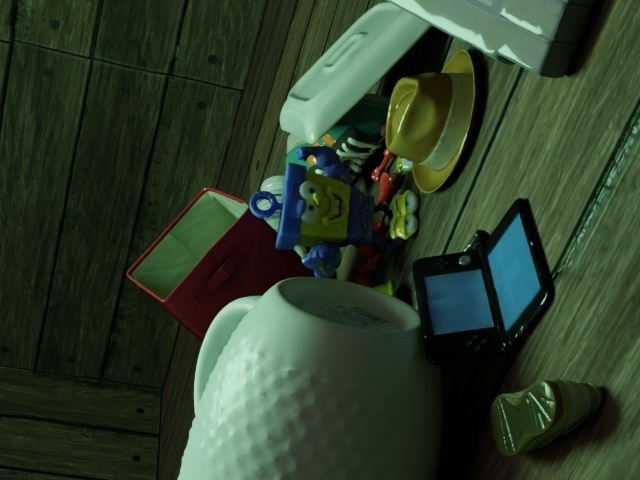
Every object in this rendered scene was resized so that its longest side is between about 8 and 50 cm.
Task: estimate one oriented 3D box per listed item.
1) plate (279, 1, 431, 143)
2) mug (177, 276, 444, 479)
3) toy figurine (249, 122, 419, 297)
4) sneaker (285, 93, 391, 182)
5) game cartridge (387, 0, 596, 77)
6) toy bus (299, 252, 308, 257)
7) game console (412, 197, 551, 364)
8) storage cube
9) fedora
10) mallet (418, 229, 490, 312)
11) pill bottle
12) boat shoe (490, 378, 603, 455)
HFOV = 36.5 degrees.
[{"bbox_3d":[0.047,-0.264,1.426,0.277,0.045,0.278,-45,17,0],"label":"plate"},{"bbox_3d":[-0.033,0.204,1.091,0.374,0.276,0.328,30,112,49],"label":"mug"},{"bbox_3d":[0.000,0.000,1.340,0.191,0.217,0.363,133,146,-65],"label":"toy figurine"},{"bbox_3d":[0.034,-0.135,1.511,0.302,0.108,0.121,154,121,-62],"label":"sneaker"},{"bbox_3d":[0.150,-0.335,1.001,0.355,0.068,0.230,40,128,38],"label":"game cartridge"},{"bbox_3d":[-0.037,0.138,1.562,0.333,0.130,0.108,-105,29,-60],"label":"toy bus"},{"bbox_3d":[0.156,0.039,0.969,0.144,0.124,0.085,-93,-7,-47],"label":"game console"},{"bbox_3d":[-0.134,0.060,1.424,0.184,0.193,0.215,-49,26,-10],"label":"storage cube"},{"bbox_3d":[0.131,-0.156,1.221,0.194,0.079,0.195,-169,90,-76],"label":"fedora"},{"bbox_3d":[0.128,0.055,1.101,0.039,0.062,0.190,-93,20,-48],"label":"mallet"},{"bbox_3d":[-0.081,-0.037,1.924,0.108,0.107,0.180,115,161,-46],"label":"pill bottle"},{"bbox_3d":[0.190,0.151,0.838,0.153,0.048,0.056,114,150,-64],"label":"boat shoe"}]
